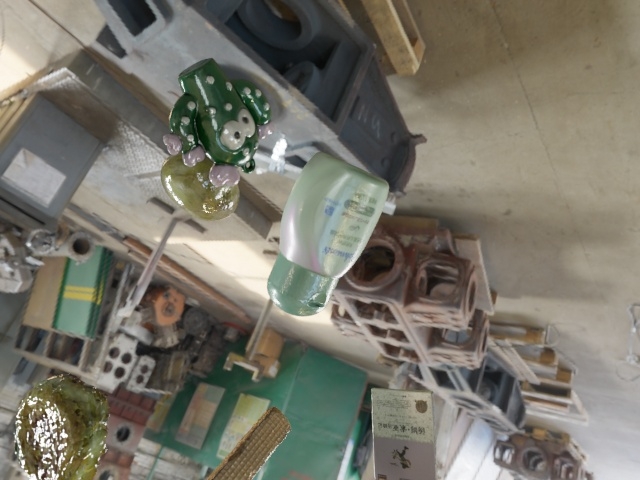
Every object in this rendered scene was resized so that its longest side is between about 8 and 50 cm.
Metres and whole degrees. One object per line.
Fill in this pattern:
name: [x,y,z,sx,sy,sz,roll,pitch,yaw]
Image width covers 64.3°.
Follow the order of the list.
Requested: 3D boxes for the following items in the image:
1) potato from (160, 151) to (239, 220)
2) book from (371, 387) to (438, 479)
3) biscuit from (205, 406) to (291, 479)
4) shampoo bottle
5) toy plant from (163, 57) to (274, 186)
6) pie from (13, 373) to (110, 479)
potato: [-0.304,-0.136,1.335,0.174,0.159,0.251,24,159,31]
book: [0.154,0.369,0.946,0.127,0.181,0.014,-6,171,32]
biscuit: [-0.206,0.606,1.400,0.094,0.379,0.054,51,127,-1]
shampoo bottle: [0.000,0.000,1.094,0.222,0.349,0.151,15,-166,-44]
toy plant: [-0.196,-0.233,1.023,0.112,0.232,0.243,8,161,41]
pie: [-0.646,0.495,1.259,0.288,0.354,0.103,36,-166,32]
